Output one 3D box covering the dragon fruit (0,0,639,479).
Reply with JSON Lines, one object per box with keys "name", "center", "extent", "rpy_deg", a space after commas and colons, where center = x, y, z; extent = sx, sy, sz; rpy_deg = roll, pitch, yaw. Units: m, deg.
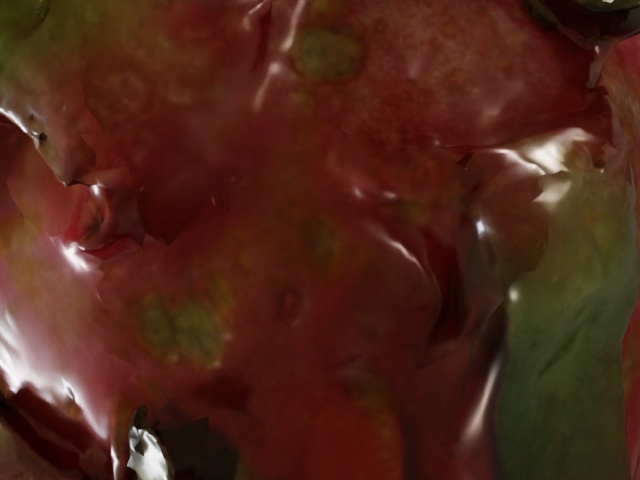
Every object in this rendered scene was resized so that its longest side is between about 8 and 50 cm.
{"name": "dragon fruit", "center": [-0.011, 0.005, 0.420], "extent": [0.237, 0.231, 0.303], "rpy_deg": [-25, 78, 0]}
